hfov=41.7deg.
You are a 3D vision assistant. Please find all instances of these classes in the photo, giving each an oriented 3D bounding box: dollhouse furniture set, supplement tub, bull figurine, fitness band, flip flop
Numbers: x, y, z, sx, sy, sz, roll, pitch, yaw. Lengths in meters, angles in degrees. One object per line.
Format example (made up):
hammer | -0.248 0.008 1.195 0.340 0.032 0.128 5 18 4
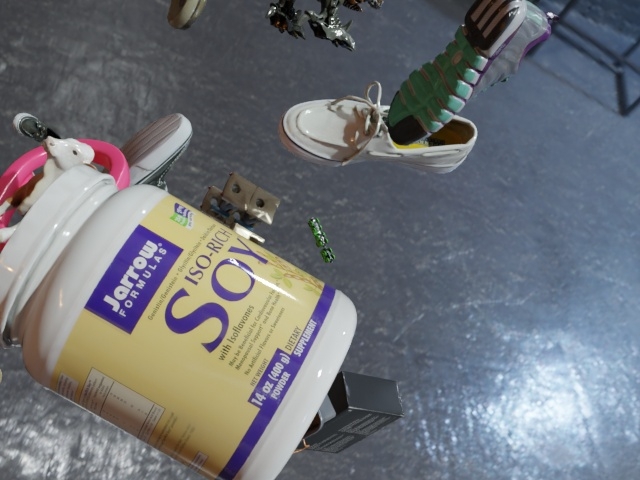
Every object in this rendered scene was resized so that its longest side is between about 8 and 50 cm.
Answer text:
dollhouse furniture set | -0.198 -0.028 1.819 0.129 0.129 0.184 31 64 -21
supplement tub | -0.155 0.089 0.884 0.331 0.241 0.241 30 42 -2
bull figurine | -0.449 -0.050 1.367 0.188 0.310 0.101 -30 76 -23
fitness band | -0.435 -0.073 1.403 0.209 0.054 0.291 2 40 6
flip flop | -0.202 -0.444 1.233 0.080 0.112 0.277 13 77 -27

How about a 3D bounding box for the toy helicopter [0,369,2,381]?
toy helicopter | -0.790 0.366 1.669 0.140 0.235 0.355 23 59 33

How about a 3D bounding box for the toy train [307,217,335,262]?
toy train | 0.000 0.000 1.410 0.017 0.023 0.083 -28 99 -25

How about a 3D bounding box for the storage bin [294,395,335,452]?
storage bin | -0.039 0.308 1.439 0.091 0.135 0.098 4 57 -62

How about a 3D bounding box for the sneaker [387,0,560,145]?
sneaker | 0.172 -0.179 0.953 0.098 0.224 0.083 8 51 -37

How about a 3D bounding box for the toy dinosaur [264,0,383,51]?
toy dinosaur | 0.002 -0.455 1.434 0.322 0.218 0.164 16 6 -32

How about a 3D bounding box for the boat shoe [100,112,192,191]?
boat shoe | -0.362 -0.113 1.671 0.119 0.335 0.121 40 17 -34

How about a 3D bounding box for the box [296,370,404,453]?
box | 0.047 0.428 2.073 0.184 0.261 0.103 15 50 -38

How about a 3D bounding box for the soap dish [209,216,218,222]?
soap dish | -0.241 0.124 1.664 0.118 0.291 0.229 12 19 -39

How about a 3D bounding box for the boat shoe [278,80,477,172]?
boat shoe | 0.112 -0.204 1.525 0.367 0.156 0.136 9 71 -10

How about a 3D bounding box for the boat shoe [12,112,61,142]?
boat shoe | -0.607 -0.236 1.812 0.040 0.049 0.142 19 -5 17
